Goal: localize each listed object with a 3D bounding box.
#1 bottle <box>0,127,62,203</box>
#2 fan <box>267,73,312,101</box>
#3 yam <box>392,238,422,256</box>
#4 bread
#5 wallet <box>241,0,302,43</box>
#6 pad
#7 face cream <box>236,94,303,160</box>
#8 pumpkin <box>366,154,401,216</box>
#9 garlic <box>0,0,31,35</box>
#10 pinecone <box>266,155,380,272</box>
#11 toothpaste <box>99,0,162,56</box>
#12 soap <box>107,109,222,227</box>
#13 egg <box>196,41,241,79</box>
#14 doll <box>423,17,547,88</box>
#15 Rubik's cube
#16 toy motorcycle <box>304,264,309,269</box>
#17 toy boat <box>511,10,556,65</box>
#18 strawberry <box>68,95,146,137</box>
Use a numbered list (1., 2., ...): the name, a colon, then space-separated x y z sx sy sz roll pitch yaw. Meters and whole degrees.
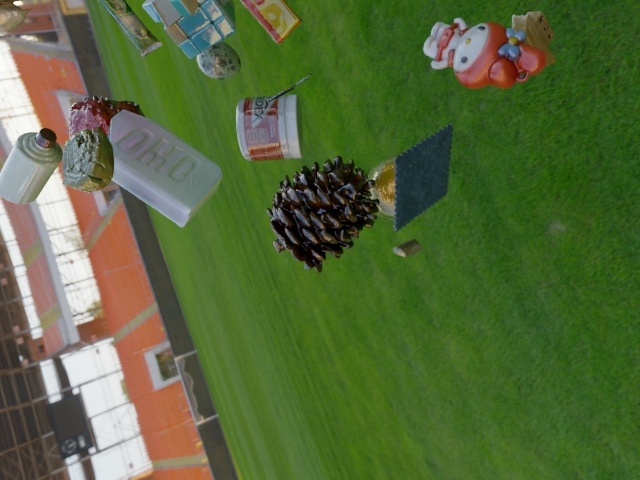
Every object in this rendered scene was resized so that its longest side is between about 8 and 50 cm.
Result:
1. bottle: -0.731 -0.195 1.094 0.245 0.104 0.104 -34 72 33
2. fan: -0.066 -0.374 1.051 0.175 0.113 0.005 -2 121 59
3. yam: 0.391 0.040 1.943 0.070 0.146 0.069 46 148 41
4. bread: -0.540 -0.188 1.001 0.064 0.117 0.156 40 -148 -68
5. wallet: -0.201 -0.916 1.707 0.241 0.141 0.067 47 -168 -7
6. pad: 0.310 -0.187 1.302 0.012 0.269 0.269 34 148 38
7. face cream: -0.156 -0.357 1.380 0.201 0.187 0.201 -3 -90 -86
8. pumpkin: 0.367 -0.243 2.016 0.199 0.332 0.332 -34 -71 -76
9. garlic: -0.729 -0.601 0.938 0.281 0.203 0.185 -62 3 8
10. pinecone: 0.000 -0.065 0.973 0.224 0.272 0.224 44 -167 -13
11. toothpaste: -0.558 -0.641 1.217 0.248 0.078 0.047 54 -164 -46
12. soap: -0.483 -0.222 1.285 0.347 0.208 0.115 35 141 -5
13. egg: -0.364 -0.652 1.566 0.132 0.172 0.132 3 95 42
14. doll: 0.405 -0.462 1.080 0.290 0.130 0.161 32 99 23
15. Rubik's cube: -0.373 -0.705 1.276 0.213 0.265 0.224 48 -156 -50
16. toy motorcycle: -0.001 0.000 1.582 0.130 0.094 0.229 9 -79 -83
17. toy boat: 0.562 -0.525 1.125 0.057 0.200 0.077 35 95 51
18. strawberry: -0.720 -0.343 1.465 0.257 0.257 0.276 -161 74 -64
